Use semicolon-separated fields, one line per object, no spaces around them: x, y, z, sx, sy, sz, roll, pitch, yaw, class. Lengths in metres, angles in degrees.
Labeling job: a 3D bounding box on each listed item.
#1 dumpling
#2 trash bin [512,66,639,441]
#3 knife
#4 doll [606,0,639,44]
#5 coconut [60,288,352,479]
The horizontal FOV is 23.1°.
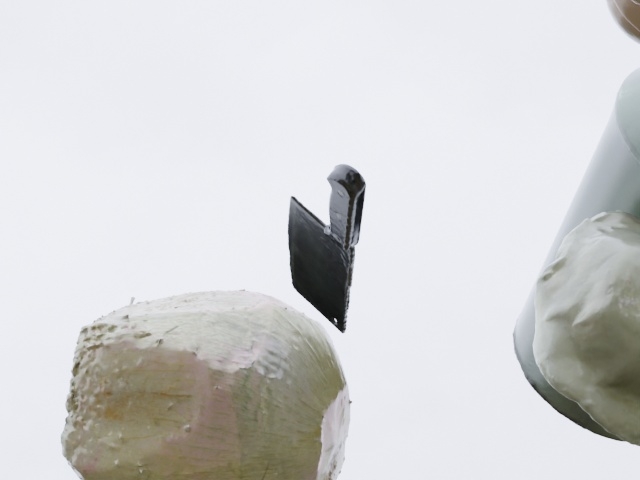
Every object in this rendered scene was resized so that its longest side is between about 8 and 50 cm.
0.292;0.078;1.551;0.162;0.250;0.132;8;-26;-14;dumpling
0.406;0.001;1.765;0.280;0.280;0.432;8;-47;-15;trash bin
0.000;0.000;1.207;0.019;0.072;0.245;-42;-18;-22;knife
0.189;-0.235;1.067;0.278;0.154;0.119;28;-36;-9;doll
-0.098;0.188;1.597;0.255;0.297;0.297;-2;-47;22;coconut
